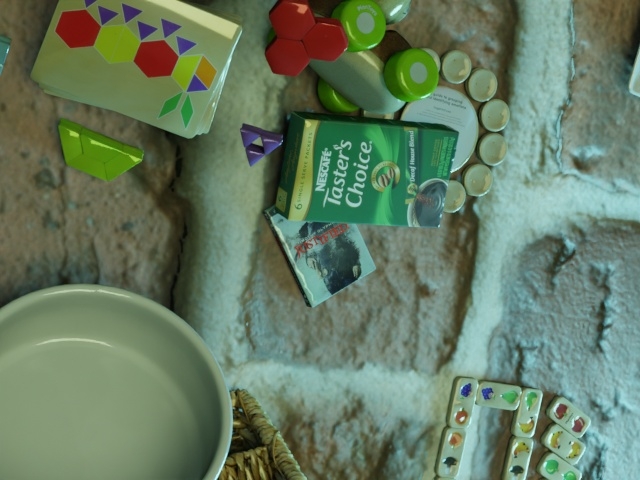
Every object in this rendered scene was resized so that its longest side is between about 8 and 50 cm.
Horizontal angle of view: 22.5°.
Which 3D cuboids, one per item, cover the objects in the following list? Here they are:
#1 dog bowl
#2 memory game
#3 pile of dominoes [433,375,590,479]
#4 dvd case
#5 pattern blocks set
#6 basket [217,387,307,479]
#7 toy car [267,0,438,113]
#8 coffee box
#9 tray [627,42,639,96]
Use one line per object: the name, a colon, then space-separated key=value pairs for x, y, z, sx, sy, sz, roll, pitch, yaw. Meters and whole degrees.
dog bowl: x=-0.222 y=0.178 z=1.520 sx=0.264 sy=0.104 sz=0.265 roll=8 pitch=58 yaw=-13
memory game: x=0.125 y=-0.119 z=1.752 sx=0.186 sy=0.012 sz=0.186 roll=-4 pitch=100 yaw=-23
pile of dominoes: x=0.221 y=0.291 z=1.846 sx=0.196 sy=0.040 sz=0.251 roll=9 pitch=95 yaw=-25
dvd case: x=0.000 y=0.000 z=1.715 sx=0.087 sy=0.013 sz=0.119 roll=-30 pitch=108 yaw=-17
pattern blocks set: x=-0.170 y=-0.179 z=1.529 sx=0.324 sy=0.026 sz=0.285 roll=27 pitch=119 yaw=-18
basket: x=-0.149 y=0.306 z=1.589 sx=0.299 sy=0.213 sz=0.223 roll=-15 pitch=105 yaw=-21
toy car: x=0.064 y=-0.239 z=1.640 sx=0.149 sy=0.155 sz=0.188 roll=40 pitch=69 yaw=-24
coffee box: x=0.049 y=-0.072 z=1.686 sx=0.184 sy=0.040 sz=0.113 roll=4 pitch=107 yaw=-26
tray: x=0.441 y=-0.282 z=1.856 sx=0.145 sy=0.030 sz=0.270 roll=16 pitch=92 yaw=-24
